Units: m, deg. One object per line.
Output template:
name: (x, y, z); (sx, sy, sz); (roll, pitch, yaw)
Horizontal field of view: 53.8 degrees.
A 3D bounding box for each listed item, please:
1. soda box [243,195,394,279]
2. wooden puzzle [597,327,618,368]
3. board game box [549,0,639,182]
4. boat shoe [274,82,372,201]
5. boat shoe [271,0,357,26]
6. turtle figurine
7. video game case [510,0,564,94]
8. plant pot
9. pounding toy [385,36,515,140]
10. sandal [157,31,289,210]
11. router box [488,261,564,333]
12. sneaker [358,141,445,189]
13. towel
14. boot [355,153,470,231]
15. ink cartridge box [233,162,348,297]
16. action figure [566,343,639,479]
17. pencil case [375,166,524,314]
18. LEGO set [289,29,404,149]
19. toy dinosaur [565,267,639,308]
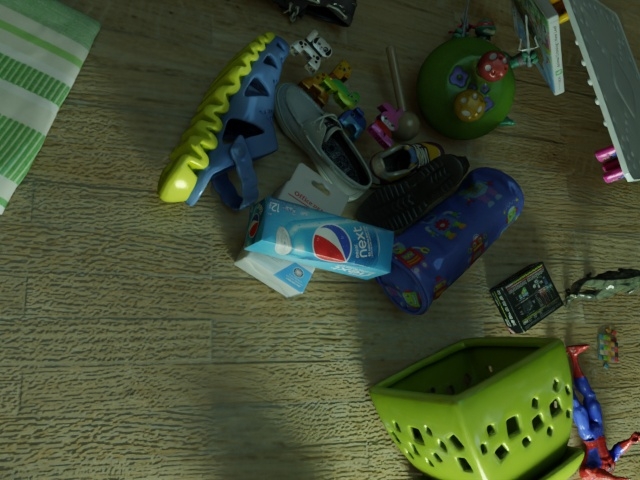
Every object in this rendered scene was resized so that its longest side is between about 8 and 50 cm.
soda box: (0.000, 0.000, 0.921); (0.210, 0.071, 0.067); (14, 73, -25)
wooden puzzle: (0.567, 0.212, 1.244); (0.049, 0.006, 0.083); (13, 72, -22)
board game box: (0.592, -0.304, 1.281); (0.389, 0.050, 0.390); (-9, 81, -51)
boat shoe: (0.010, -0.170, 1.031); (0.079, 0.081, 0.228); (-39, 97, -30)
boat shoe: (-0.033, -0.408, 1.077); (0.206, 0.075, 0.065); (1, 99, -21)
turtle figurine: (0.320, -0.339, 1.203); (0.175, 0.118, 0.234); (1, 94, -7)
video game case: (0.406, -0.412, 1.200); (0.023, 0.193, 0.213); (-22, 54, 11)
plant pot: (0.244, 0.283, 0.957); (0.228, 0.227, 0.207); (-19, 92, -28)
pounding toy: (0.241, -0.264, 1.096); (0.236, 0.110, 0.183); (-6, 100, -6)
sandal: (-0.121, -0.171, 0.958); (0.138, 0.126, 0.318); (31, 74, -21)
router box: (0.380, 0.105, 1.164); (0.122, 0.038, 0.092); (-25, 89, -28)
sneaker: (0.157, -0.136, 1.092); (0.185, 0.084, 0.070); (-22, 87, -28)
towel: (-0.475, -0.221, 0.844); (0.247, 0.038, 0.325); (24, 67, -20)
boot: (0.165, -0.078, 1.070); (0.077, 0.197, 0.137); (63, 24, 1)
ink cartridge box: (-0.042, -0.017, 0.981); (0.104, 0.061, 0.181); (34, 66, -15)
action figure: (0.504, 0.329, 1.117); (0.091, 0.139, 0.281); (-10, 84, -26)
pencil case: (0.213, -0.005, 1.069); (0.306, 0.133, 0.119); (-39, 136, -27)
LEGO set: (0.044, -0.258, 1.062); (0.227, 0.087, 0.093); (44, 68, -14)
toy dinosaur: (0.532, 0.086, 1.196); (0.268, 0.118, 0.064); (-5, 79, -26)
